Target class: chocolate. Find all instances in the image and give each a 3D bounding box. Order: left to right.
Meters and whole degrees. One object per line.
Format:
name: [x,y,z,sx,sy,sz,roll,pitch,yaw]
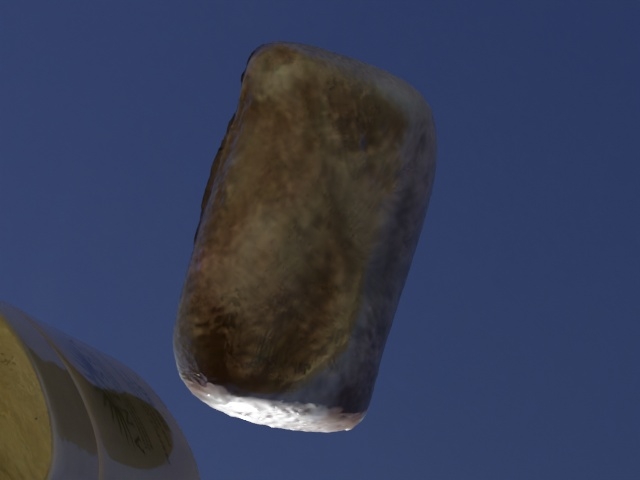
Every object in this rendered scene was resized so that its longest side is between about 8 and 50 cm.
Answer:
chocolate: [0.000,0.000,1.445,0.100,0.185,0.303,1,-104,66]

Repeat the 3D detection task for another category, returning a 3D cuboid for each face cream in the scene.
face cream: [-0.177,0.119,1.236,0.081,0.348,0.173,-36,-108,2]
